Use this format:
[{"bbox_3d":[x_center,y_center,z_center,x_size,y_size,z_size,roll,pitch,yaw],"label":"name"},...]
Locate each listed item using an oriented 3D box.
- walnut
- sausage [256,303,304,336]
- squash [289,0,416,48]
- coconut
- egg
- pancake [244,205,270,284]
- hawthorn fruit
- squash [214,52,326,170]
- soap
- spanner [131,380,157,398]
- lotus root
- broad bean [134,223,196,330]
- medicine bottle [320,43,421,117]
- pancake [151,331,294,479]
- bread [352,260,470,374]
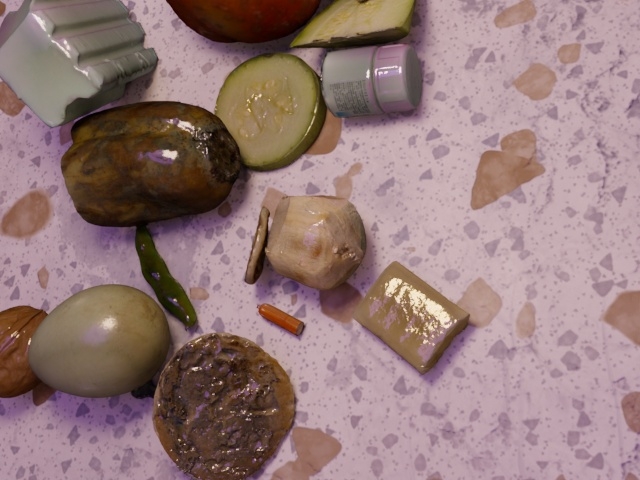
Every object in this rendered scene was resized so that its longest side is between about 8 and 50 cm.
[{"bbox_3d":[-0.638,0.231,1.840,0.167,0.167,0.207,36,89,27],"label":"walnut"},{"bbox_3d":[-0.080,0.149,1.695,0.107,0.031,0.031,24,86,28],"label":"sausage"},{"bbox_3d":[0.081,-0.461,1.733,0.237,0.204,0.155,0,96,26],"label":"squash"},{"bbox_3d":[-0.001,0.003,1.622,0.194,0.194,0.194,-6,73,21],"label":"coconut"},{"bbox_3d":[-0.438,0.203,1.726,0.295,0.218,0.218,-19,69,16],"label":"egg"},{"bbox_3d":[-0.117,0.012,1.685,0.028,0.158,0.158,11,79,0],"label":"pancake"},{"bbox_3d":[-0.185,-0.597,1.752,0.403,0.403,0.402,-6,73,21],"label":"hawthorn fruit"},{"bbox_3d":[-0.110,-0.267,1.814,0.252,0.049,0.252,-6,74,22],"label":"squash"},{"bbox_3d":[-0.515,-0.410,1.853,0.156,0.446,0.261,-39,100,19],"label":"soap"},{"bbox_3d":[-0.278,0.329,1.737,0.254,0.015,0.054,22,83,26],"label":"spanner"},{"bbox_3d":[-0.330,-0.156,1.774,0.346,0.250,0.250,-3,74,25],"label":"lotus root"},{"bbox_3d":[-0.335,0.070,1.819,0.060,0.043,0.297,-34,64,0],"label":"broad bean"},{"bbox_3d":[0.099,-0.307,1.689,0.168,0.135,0.135,-3,74,23],"label":"medicine bottle"},{"bbox_3d":[-0.183,0.307,1.622,0.282,0.049,0.282,0,94,-4],"label":"pancake"},{"bbox_3d":[0.161,0.136,1.578,0.178,0.060,0.139,40,92,27],"label":"bread"}]
